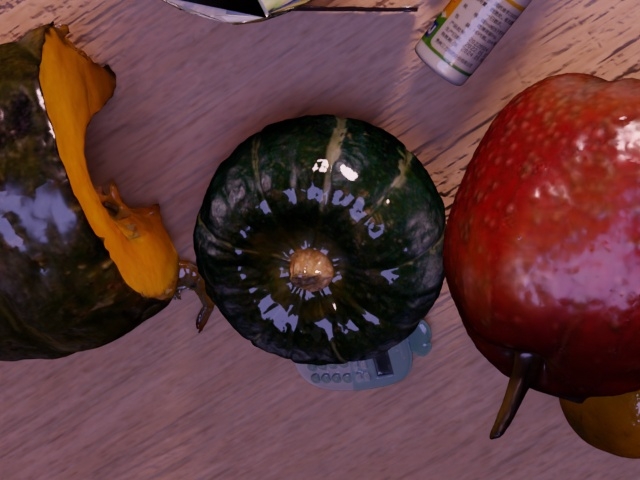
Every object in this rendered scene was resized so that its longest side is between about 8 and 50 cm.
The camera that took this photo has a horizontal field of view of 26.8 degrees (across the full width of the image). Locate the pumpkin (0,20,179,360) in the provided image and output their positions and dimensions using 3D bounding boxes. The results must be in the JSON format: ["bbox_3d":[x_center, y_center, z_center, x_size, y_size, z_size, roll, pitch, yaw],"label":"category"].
[{"bbox_3d":[-0.283,-0.031,1.273,0.225,0.256,0.303,-23,93,15],"label":"pumpkin"}]

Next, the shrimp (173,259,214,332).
[{"bbox_3d":[-0.162,0.074,1.430,0.114,0.023,0.083,-40,107,13],"label":"shrimp"}]

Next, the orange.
[{"bbox_3d":[0.300,0.157,1.354,0.112,0.170,0.160,-39,72,-3],"label":"orange"}]

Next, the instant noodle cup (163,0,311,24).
[{"bbox_3d":[-0.067,-0.321,1.183,0.240,0.178,0.240,1,111,3],"label":"instant noodle cup"}]

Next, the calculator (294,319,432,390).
[{"bbox_3d":[0.045,0.115,1.434,0.153,0.021,0.095,-13,111,8],"label":"calculator"}]

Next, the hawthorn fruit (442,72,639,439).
[{"bbox_3d":[0.242,0.021,1.214,0.284,0.285,0.369,38,73,-11],"label":"hawthorn fruit"}]

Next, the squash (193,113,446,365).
[{"bbox_3d":[0.000,0.000,1.313,0.252,0.165,0.252,1,114,2],"label":"squash"}]

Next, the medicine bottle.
[{"bbox_3d":[0.166,-0.257,1.264,0.092,0.061,0.221,42,108,7],"label":"medicine bottle"}]

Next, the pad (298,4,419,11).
[{"bbox_3d":[-0.002,-0.218,1.257,0.187,0.113,0.006,1,98,3],"label":"pad"}]
